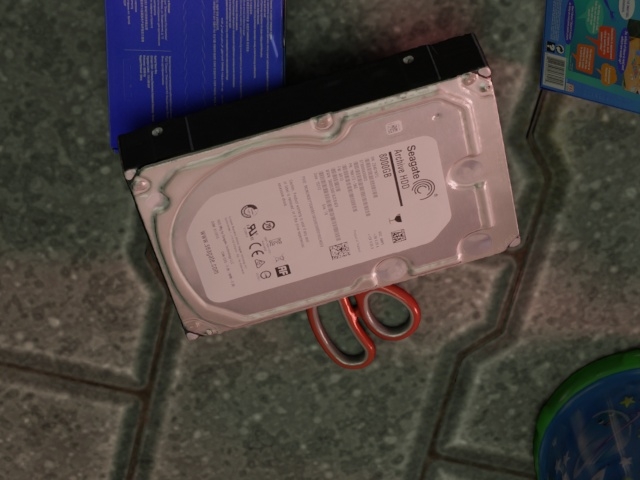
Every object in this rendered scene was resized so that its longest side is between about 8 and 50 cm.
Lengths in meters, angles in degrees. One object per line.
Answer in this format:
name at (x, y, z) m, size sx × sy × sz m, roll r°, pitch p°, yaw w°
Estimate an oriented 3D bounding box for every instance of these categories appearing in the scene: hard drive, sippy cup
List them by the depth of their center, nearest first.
hard drive at (0.006, -0.043, 1.658) m, size 0.339 × 0.064 × 0.237 m, roll -16°, pitch 135°, yaw -1°
sippy cup at (0.334, 0.262, 1.772) m, size 0.240 × 0.224 × 0.305 m, roll 15°, pitch 116°, yaw -5°

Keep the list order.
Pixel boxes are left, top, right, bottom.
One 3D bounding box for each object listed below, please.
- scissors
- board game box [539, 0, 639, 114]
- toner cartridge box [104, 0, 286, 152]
scissors at (0.000, 0.000, 1.763) m, size 0.109 × 0.021 × 0.297 m, roll -23°, pitch 115°, yaw 14°
board game box at (0.300, -0.190, 1.586) m, size 0.210 × 0.047 × 0.160 m, roll 20°, pitch 122°, yaw 32°
toner cartridge box at (-0.111, -0.249, 1.613) m, size 0.165 × 0.075 × 0.347 m, roll 1°, pitch 117°, yaw -1°
